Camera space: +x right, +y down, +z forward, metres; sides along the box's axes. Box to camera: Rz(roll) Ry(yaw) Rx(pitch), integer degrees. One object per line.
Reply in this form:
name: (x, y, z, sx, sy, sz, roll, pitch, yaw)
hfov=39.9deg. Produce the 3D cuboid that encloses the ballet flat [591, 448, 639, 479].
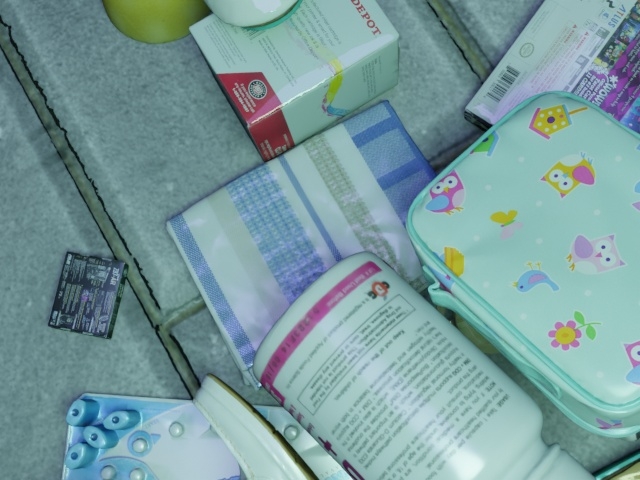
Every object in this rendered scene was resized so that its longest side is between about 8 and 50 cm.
ballet flat: (0.340, 0.212, 0.837, 0.232, 0.080, 0.073, -35, 72, 6)

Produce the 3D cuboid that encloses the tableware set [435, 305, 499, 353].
tableware set: (0.188, 0.019, 0.898, 0.128, 0.039, 0.194, 23, 86, -21)

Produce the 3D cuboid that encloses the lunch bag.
lunch bag: (0.218, 0.016, 0.762, 0.224, 0.108, 0.279, -43, 59, -3)

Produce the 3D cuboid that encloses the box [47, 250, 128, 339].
box: (-0.247, 0.058, 0.939, 0.067, 0.018, 0.083, 10, 79, 6)

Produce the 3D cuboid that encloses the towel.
towel: (0.000, 0.000, 0.928, 0.285, 0.034, 0.209, -30, 75, -4)

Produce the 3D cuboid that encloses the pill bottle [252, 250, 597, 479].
pill bottle: (0.089, 0.157, 0.773, 0.160, 0.160, 0.283, -45, 74, -6)

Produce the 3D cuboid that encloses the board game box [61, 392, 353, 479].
board game box: (-0.080, 0.356, 0.849, 0.390, 0.050, 0.390, 3, 78, 5)

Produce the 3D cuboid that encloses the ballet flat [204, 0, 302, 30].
ballet flat: (-0.077, -0.383, 0.892, 0.139, 0.139, 0.400, -1, 54, 4)

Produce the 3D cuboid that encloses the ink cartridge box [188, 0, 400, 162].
ink cartridge box: (-0.021, -0.192, 0.919, 0.176, 0.127, 0.128, -30, 77, -2)

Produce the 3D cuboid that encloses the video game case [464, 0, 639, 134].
video game case: (0.303, -0.168, 0.927, 0.210, 0.042, 0.232, 35, 87, 12)

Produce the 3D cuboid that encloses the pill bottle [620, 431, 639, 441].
pill bottle: (0.324, 0.060, 0.841, 0.130, 0.130, 0.246, 42, 84, 11)

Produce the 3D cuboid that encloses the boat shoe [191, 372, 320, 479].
boat shoe: (-0.039, 0.246, 0.793, 0.096, 0.098, 0.277, -40, 80, -6)

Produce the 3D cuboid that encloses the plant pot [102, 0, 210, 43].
plant pot: (-0.189, -0.298, 0.971, 0.134, 0.095, 0.134, -1, 79, 4)
